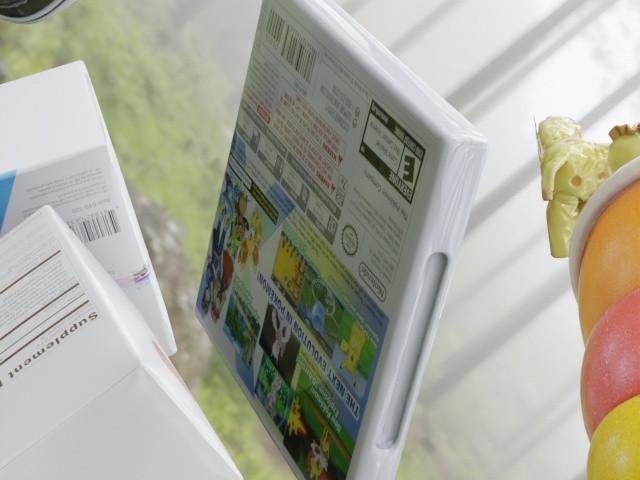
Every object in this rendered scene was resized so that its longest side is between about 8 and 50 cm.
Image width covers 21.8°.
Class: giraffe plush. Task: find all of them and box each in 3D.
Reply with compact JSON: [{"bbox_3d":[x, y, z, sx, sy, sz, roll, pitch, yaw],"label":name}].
[{"bbox_3d":[0.359,-0.089,2.055,0.210,0.171,0.181,68,19,-57],"label":"giraffe plush"}]

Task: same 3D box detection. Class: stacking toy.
[{"bbox_3d":[0.317,0.177,1.337,0.351,0.480,0.350,16,-42,15],"label":"stacking toy"}]

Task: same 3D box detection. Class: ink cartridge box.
[{"bbox_3d":[-0.290,-0.005,1.735,0.197,0.198,0.270,-116,-170,-55],"label":"ink cartridge box"}]

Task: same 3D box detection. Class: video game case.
[{"bbox_3d":[0.000,0.000,1.187,0.036,0.300,0.329,3,25,-25],"label":"video game case"}]

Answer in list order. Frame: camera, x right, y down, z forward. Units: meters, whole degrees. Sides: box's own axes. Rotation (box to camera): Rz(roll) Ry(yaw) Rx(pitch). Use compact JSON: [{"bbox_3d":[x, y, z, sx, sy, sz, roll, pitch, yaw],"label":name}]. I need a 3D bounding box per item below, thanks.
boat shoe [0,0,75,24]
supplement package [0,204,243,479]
[{"bbox_3d":[-0.154,-0.218,0.914,0.113,0.105,0.306,38,-43,-3],"label":"boat shoe"},{"bbox_3d":[-0.226,0.137,1.493,0.177,0.175,0.293,55,-3,-38],"label":"supplement package"}]
